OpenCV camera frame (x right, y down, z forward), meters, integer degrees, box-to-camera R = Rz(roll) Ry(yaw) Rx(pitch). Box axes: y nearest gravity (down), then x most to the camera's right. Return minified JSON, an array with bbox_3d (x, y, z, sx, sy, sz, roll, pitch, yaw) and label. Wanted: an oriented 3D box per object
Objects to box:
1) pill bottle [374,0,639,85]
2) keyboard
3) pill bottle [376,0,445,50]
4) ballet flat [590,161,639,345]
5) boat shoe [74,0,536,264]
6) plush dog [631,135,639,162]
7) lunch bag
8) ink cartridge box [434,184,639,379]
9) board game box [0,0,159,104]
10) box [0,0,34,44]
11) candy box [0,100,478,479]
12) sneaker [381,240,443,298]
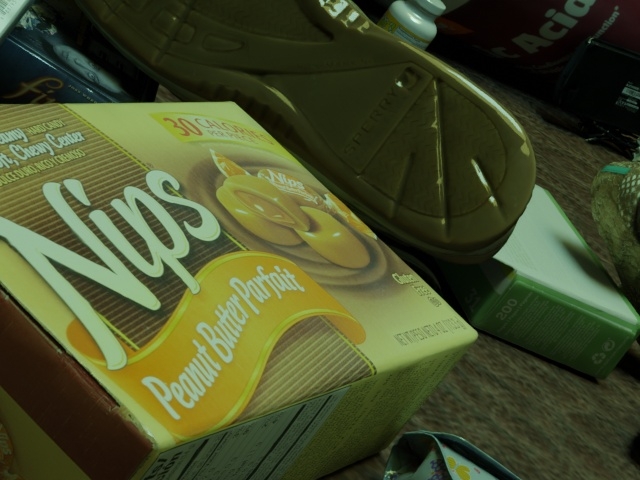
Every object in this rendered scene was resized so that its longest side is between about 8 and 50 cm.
[{"bbox_3d":[0.166,-0.289,1.718,0.392,0.224,0.224,17,27,-43],"label":"pill bottle"},{"bbox_3d":[0.284,-0.137,1.771,0.192,0.100,0.038,15,22,-41],"label":"keyboard"},{"bbox_3d":[0.062,-0.159,1.455,0.043,0.083,0.043,32,20,-13],"label":"pill bottle"},{"bbox_3d":[0.229,0.022,1.260,0.067,0.073,0.206,29,-31,44],"label":"ballet flat"},{"bbox_3d":[-0.030,-0.103,1.045,0.341,0.121,0.110,42,-10,9],"label":"boat shoe"},{"bbox_3d":[0.393,-0.019,1.592,0.262,0.210,0.225,38,43,3],"label":"plush dog"},{"bbox_3d":[0.070,0.127,0.871,0.071,0.053,0.083,36,15,-21],"label":"lunch bag"},{"bbox_3d":[0.087,-0.012,1.209,0.235,0.056,0.171,23,24,-31],"label":"ink cartridge box"},{"bbox_3d":[-0.168,-0.136,1.075,0.165,0.042,0.243,32,20,-13],"label":"board game box"},{"bbox_3d":[-0.239,-0.143,0.901,0.186,0.038,0.145,34,44,-9],"label":"box"},{"bbox_3d":[-0.073,0.028,0.799,0.183,0.087,0.316,43,21,16],"label":"candy box"},{"bbox_3d":[0.000,0.000,1.029,0.161,0.057,0.075,21,30,-31],"label":"sneaker"}]
